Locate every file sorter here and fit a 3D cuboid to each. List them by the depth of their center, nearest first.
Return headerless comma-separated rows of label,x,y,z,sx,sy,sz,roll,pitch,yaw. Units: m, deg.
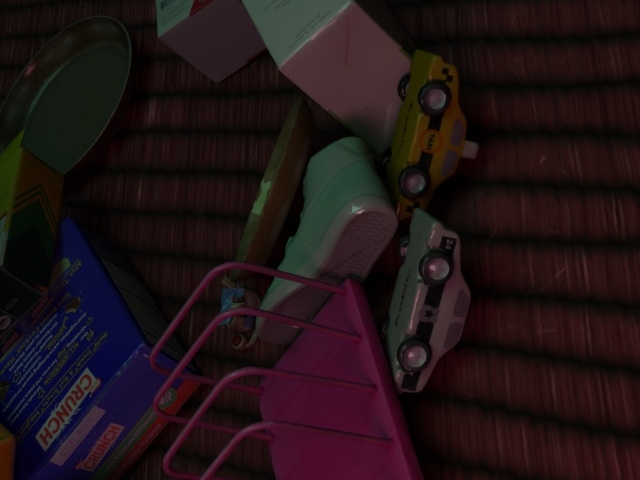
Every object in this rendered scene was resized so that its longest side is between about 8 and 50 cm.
file sorter,-0.051,0.193,1.363,0.202,0.182,0.290,-52,37,33

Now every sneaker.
sneaker,0.001,0.000,1.523,0.256,0.094,0.151,-53,32,36

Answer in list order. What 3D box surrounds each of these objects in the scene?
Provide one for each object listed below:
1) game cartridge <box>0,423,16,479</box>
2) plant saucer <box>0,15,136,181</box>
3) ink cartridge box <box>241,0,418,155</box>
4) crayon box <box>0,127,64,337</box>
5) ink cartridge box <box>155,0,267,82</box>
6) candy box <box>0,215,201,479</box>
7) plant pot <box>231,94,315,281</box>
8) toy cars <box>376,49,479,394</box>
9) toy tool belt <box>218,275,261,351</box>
game cartridge,-0.481,0.315,1.661,0.285,0.053,0.323,29,120,38
plant saucer,-0.389,-0.204,2.079,0.311,0.050,0.310,-24,49,31
ink cartridge box,-0.002,-0.287,1.649,0.119,0.207,0.353,-41,42,14
crayon box,-0.442,0.012,1.801,0.202,0.081,0.318,-40,31,24
ink cartridge box,-0.145,-0.342,1.879,0.128,0.127,0.176,-30,47,26
candy box,-0.320,0.165,1.716,0.268,0.122,0.317,-49,39,7
plant pot,-0.053,-0.057,1.599,0.236,0.032,0.236,-159,90,-84
toy cars,0.124,-0.023,1.447,0.176,0.087,0.393,122,155,-57
toy tool belt,-0.106,0.088,1.620,0.052,0.051,0.083,-17,54,35
